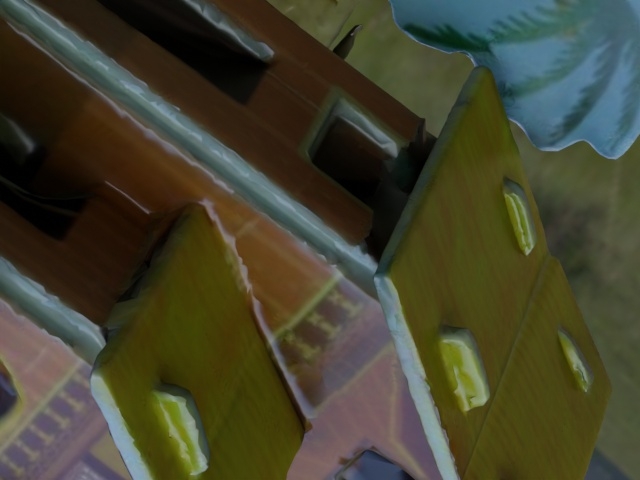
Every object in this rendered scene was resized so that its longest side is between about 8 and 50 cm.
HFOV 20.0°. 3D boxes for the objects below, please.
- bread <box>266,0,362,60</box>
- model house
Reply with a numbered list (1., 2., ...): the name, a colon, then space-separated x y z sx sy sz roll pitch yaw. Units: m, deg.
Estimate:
1. bread: -0.099 -0.061 1.010 0.242 0.405 0.346 -6 -162 -27
2. model house: 0.000 0.000 0.649 0.323 0.340 0.300 37 -142 -10
